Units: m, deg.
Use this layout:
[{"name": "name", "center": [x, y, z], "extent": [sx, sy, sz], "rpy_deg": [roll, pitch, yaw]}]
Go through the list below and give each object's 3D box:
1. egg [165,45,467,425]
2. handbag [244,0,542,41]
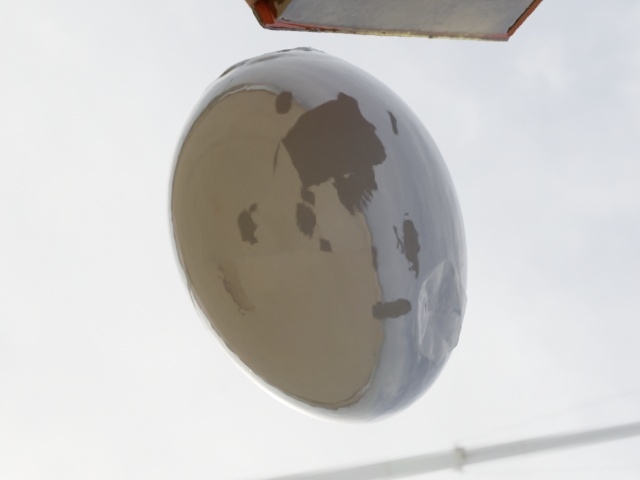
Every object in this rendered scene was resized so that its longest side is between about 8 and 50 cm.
[{"name": "egg", "center": [0.000, 0.000, 1.057], "extent": [0.176, 0.176, 0.232], "rpy_deg": [-48, -127, 43]}, {"name": "handbag", "center": [0.021, -0.169, 0.932], "extent": [0.063, 0.190, 0.127], "rpy_deg": [-47, -120, 37]}]
